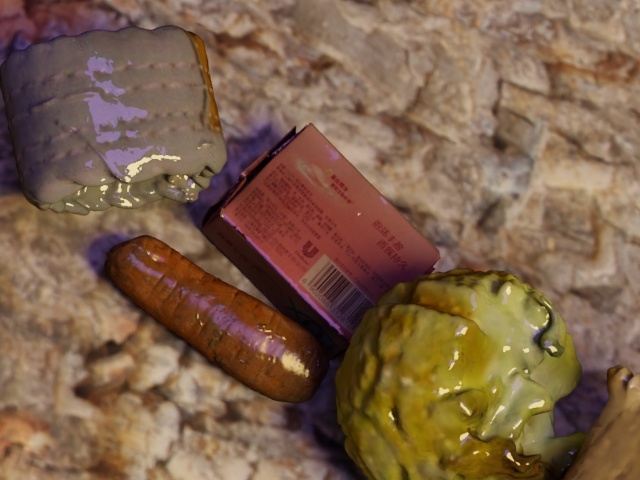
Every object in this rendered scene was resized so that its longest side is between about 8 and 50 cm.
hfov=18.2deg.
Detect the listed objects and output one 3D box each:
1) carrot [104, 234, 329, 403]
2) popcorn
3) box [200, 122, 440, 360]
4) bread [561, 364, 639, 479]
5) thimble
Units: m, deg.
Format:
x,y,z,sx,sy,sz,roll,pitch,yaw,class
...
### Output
x,y,z,sx,sy,sz,roll,pitch,yaw,class
-0.077,0.058,1.453,0.186,0.060,0.060,32,69,-5,carrot
0.118,0.118,1.429,0.198,0.198,0.212,-40,78,-22,popcorn
0.000,0.000,1.491,0.156,0.060,0.111,47,68,-4,box
0.314,0.311,1.336,0.371,0.279,0.390,48,62,-31,bread
-0.148,-0.084,1.430,0.151,0.127,0.118,-8,80,-17,thimble
